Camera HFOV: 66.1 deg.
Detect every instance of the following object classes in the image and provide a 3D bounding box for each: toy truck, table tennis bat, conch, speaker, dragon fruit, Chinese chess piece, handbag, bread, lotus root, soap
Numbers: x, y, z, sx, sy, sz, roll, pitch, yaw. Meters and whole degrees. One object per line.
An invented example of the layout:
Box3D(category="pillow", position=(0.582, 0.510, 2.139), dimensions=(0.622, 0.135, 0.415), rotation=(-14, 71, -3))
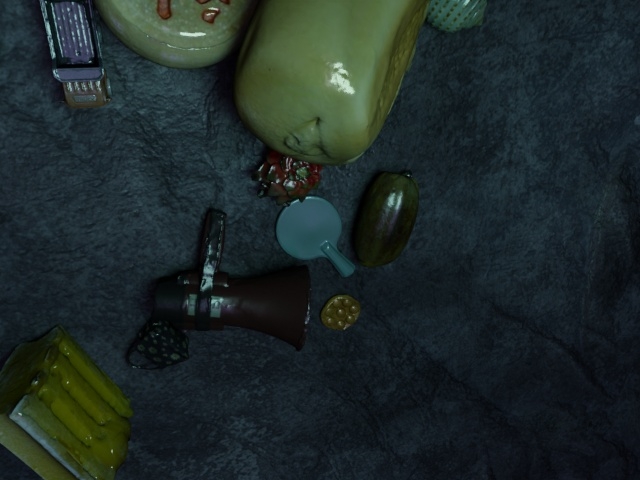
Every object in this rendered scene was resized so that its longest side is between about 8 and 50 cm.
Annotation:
Box3D(category="toy truck", position=(-0.402, -0.317, 0.814), dimensions=(0.083, 0.092, 0.192), rotation=(-8, 117, -17))
Box3D(category="table tennis bat", position=(0.000, 0.000, 1.146), dimensions=(0.153, 0.040, 0.244), rotation=(-41, 117, 4))
Box3D(category="conch", position=(0.260, -0.501, 0.941), dimensions=(0.172, 0.131, 0.200), rotation=(-45, 125, 9))
Box3D(category="speaker", position=(-0.177, 0.098, 1.051), dimensions=(0.329, 0.198, 0.259), rotation=(11, 123, -15))
Box3D(category="dragon fruit", position=(-0.060, -0.139, 1.013), dimensions=(0.142, 0.121, 0.130), rotation=(-29, 100, 28))
Box3D(category="Chinese chess piece", position=(-0.226, -0.413, 0.780), dimensions=(0.270, 0.112, 0.270), rotation=(-2, 95, -22))
Box3D(category="handbag", position=(-0.381, 0.245, 1.114), dimensions=(0.139, 0.072, 0.115), rotation=(-32, 124, 12))
Box3D(category="bread", position=(0.052, 0.184, 1.259), dimensions=(0.110, 0.024, 0.110), rotation=(-8, 117, -15))
Box3D(category="lotus root", position=(0.150, -0.047, 1.129), dimensions=(0.124, 0.123, 0.241), rotation=(10, 108, -14))
Box3D(category="soap", position=(-0.518, 0.357, 1.003), dimensions=(0.143, 0.259, 0.281), rotation=(-24, 118, -1))
Box3D(category="bread", position=(0.018, -0.319, 0.817), dimensions=(0.253, 0.348, 0.376), rotation=(20, 86, 8))
